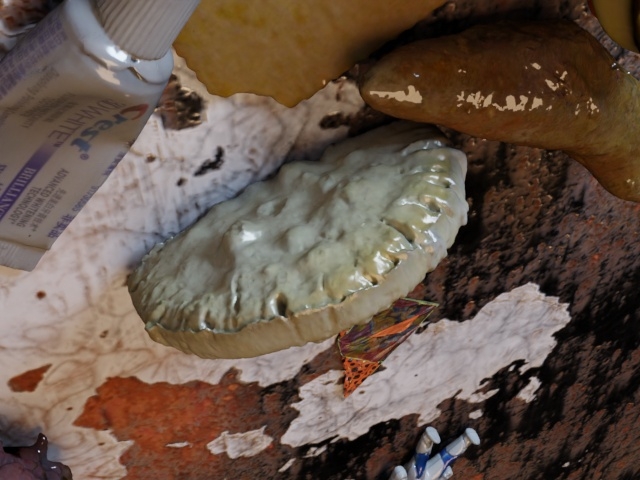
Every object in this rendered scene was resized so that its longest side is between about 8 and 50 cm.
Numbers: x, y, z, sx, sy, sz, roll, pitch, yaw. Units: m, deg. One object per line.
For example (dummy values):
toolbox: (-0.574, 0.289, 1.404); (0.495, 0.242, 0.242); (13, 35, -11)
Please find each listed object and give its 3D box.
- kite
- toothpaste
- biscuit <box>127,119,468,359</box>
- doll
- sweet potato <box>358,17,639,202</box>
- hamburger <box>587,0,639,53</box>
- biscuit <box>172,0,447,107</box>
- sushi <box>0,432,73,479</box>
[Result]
kite: (0.069, 0.089, 0.864); (0.125, 0.008, 0.222); (-23, 141, -11)
toothpaste: (-0.163, -0.072, 0.507); (0.099, 0.068, 0.282); (36, 120, -19)
biscuit: (0.000, 0.000, 0.607); (0.281, 0.179, 0.084); (-30, 121, -11)
doll: (0.123, 0.340, 1.128); (0.114, 0.057, 0.227); (8, 126, -42)
sweet potato: (0.177, -0.110, 0.642); (0.341, 0.092, 0.114); (11, 118, -39)
hamburger: (0.231, -0.234, 0.500); (0.237, 0.149, 0.237); (-23, 149, -15)
biscuit: (-0.007, -0.192, 0.505); (0.232, 0.013, 0.237); (-33, 141, 5)
sushi: (-0.336, 0.285, 0.701); (0.270, 0.171, 0.237); (-15, 139, -14)
